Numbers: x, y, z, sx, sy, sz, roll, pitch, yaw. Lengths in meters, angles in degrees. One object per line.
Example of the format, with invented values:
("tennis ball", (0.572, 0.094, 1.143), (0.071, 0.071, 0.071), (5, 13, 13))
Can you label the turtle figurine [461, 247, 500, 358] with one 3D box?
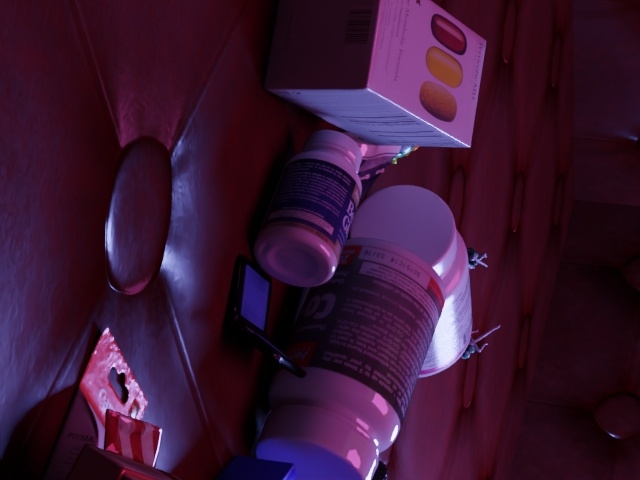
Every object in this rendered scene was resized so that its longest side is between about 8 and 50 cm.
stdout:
("turtle figurine", (0.198, 0.106, 2.371), (0.234, 0.118, 0.175), (-7, 89, -58))

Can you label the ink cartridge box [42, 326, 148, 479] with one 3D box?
("ink cartridge box", (-0.177, 0.187, 1.258), (0.145, 0.045, 0.179), (74, 31, -54))

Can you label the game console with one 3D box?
("game console", (-0.052, 0.085, 1.599), (0.071, 0.107, 0.122), (-52, 159, -3))

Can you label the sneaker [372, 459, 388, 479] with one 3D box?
("sneaker", (-0.005, 0.354, 1.863), (0.283, 0.107, 0.124), (-32, 142, -65))

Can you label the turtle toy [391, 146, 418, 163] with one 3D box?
("turtle toy", (0.111, -0.170, 2.043), (0.095, 0.066, 0.130), (-24, 120, -71))

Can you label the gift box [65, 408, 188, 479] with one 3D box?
("gift box", (-0.107, 0.295, 1.090), (0.255, 0.258, 0.276), (-59, 140, -9))

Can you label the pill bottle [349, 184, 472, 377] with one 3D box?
("pill bottle", (0.119, 0.056, 1.969), (0.283, 0.160, 0.160), (77, 25, -59))

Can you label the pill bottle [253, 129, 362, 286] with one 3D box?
("pill bottle", (-0.007, -0.040, 1.646), (0.094, 0.094, 0.169), (77, 25, -49))

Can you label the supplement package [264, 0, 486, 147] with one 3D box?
("supplement package", (0.067, -0.199, 1.651), (0.244, 0.134, 0.139), (20, 77, -56))

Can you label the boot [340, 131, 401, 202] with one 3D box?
("boot", (0.049, -0.094, 1.893), (0.190, 0.069, 0.086), (-16, 124, -69))

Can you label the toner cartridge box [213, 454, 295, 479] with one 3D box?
("toner cartridge box", (-0.089, 0.426, 1.602), (0.165, 0.075, 0.347), (-40, 134, -66))

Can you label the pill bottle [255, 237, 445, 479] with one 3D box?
("pill bottle", (0.034, 0.151, 1.739), (0.161, 0.161, 0.283), (77, 30, -50))
